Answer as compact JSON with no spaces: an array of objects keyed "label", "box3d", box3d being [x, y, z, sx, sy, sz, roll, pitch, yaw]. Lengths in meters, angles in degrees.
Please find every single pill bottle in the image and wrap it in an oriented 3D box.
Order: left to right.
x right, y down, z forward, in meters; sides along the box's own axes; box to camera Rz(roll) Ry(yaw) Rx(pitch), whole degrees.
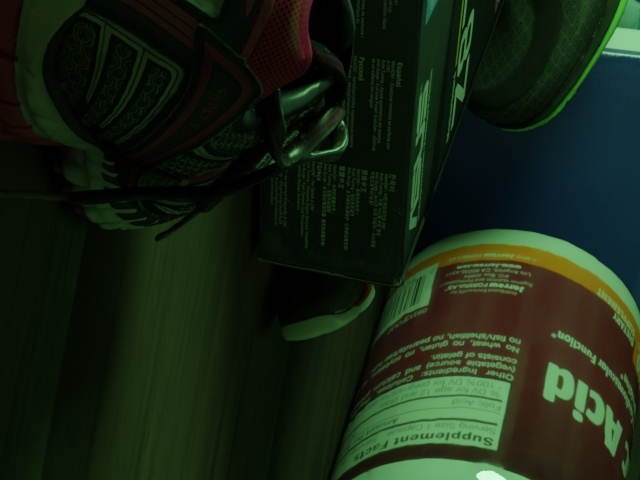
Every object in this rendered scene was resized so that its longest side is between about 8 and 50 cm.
[{"label":"pill bottle","box3d":[0.121,0.191,1.521,0.392,0.224,0.224,-71,166,-49]}]

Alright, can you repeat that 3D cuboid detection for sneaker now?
[{"label":"sneaker","box3d":[-0.038,-0.057,0.688,0.299,0.112,0.121,6,93,-81]},{"label":"sneaker","box3d":[0.000,0.000,1.192,0.065,0.061,0.158,63,25,-25]},{"label":"sneaker","box3d":[0.127,-0.295,1.390,0.202,0.185,0.483,-34,137,-46]}]

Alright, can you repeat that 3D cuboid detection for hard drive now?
[{"label":"hard drive","box3d":[0.192,-0.038,1.669,0.040,0.210,0.319,-88,-175,-52]}]

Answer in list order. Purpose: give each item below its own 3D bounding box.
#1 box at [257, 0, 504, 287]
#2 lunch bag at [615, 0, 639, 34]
[{"label":"box","box3d":[0.047,-0.225,1.079,0.318,0.097,0.395,-65,162,-50]},{"label":"lunch bag","box3d":[0.210,-0.232,1.664,0.090,0.219,0.176,-59,-169,36]}]
